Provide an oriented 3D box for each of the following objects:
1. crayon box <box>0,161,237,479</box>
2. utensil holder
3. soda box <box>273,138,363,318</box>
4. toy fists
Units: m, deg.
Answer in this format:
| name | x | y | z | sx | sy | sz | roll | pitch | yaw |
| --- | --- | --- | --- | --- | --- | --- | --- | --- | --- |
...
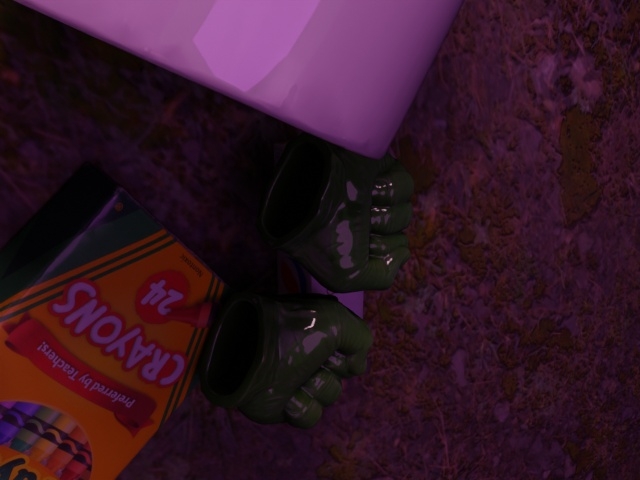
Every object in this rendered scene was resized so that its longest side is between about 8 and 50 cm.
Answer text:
| name | x | y | z | sx | sy | sz | roll | pitch | yaw |
| --- | --- | --- | --- | --- | --- | --- | --- | --- | --- |
| crayon box | -0.229 | 0.119 | 0.611 | 0.318 | 0.081 | 0.202 | -49 | 133 | -9 |
| utensil holder | -0.019 | -0.283 | 0.425 | 0.327 | 0.327 | 0.385 | 17 | 100 | -42 |
| soda box | 0.000 | 0.000 | 0.747 | 0.074 | 0.069 | 0.216 | -17 | 121 | -32 |
| toy fists | 0.003 | 0.043 | 0.652 | 0.142 | 0.096 | 0.279 | 17 | 94 | -46 |
